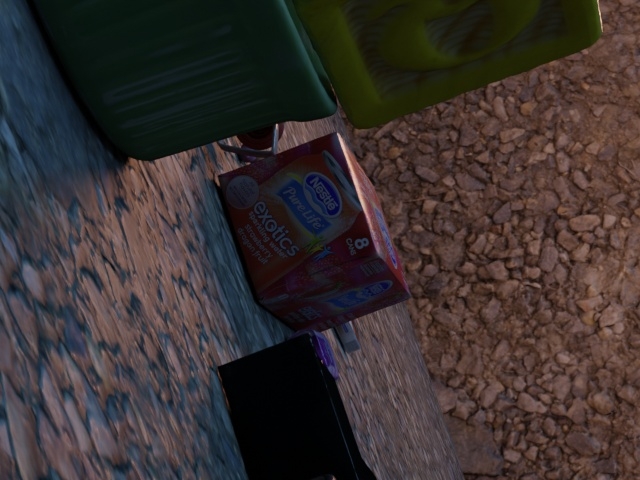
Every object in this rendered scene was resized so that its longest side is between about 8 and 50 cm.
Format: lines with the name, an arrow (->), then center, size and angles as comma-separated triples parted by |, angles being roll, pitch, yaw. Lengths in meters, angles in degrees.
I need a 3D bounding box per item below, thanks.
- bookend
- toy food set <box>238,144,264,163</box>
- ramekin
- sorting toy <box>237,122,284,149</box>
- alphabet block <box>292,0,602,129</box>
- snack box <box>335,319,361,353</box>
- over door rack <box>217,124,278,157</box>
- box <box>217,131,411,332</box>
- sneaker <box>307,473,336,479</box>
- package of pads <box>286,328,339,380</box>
bookend -> -0.002, 0.171, 1.335 | 0.156, 0.072, 0.157 | 59, 11, -67
toy food set -> -0.066, -0.065, 1.898 | 0.078, 0.019, 0.122 | 57, 21, -66
ramekin -> -0.110, -0.202, 1.243 | 0.303, 0.148, 0.303 | -21, 90, -85
sorting toy -> -0.080, -0.128, 1.765 | 0.102, 0.061, 0.042 | 51, 4, 2
alphabet block -> 0.065, -0.223, 1.242 | 0.192, 0.193, 0.197 | 56, 15, -64
snack box -> 0.019, 0.060, 2.252 | 0.178, 0.022, 0.064 | -103, 170, -53
over door rack -> -0.124, -0.246, 1.578 | 0.239, 0.108, 0.324 | 49, 31, -77
box -> 0.000, 0.000, 1.736 | 0.257, 0.123, 0.128 | 48, 22, -76
sneaker -> 0.006, 0.240, 0.991 | 0.163, 0.086, 0.226 | 57, 18, -16
package of pads -> -0.006, 0.113, 1.743 | 0.083, 0.032, 0.050 | 41, 26, -79
